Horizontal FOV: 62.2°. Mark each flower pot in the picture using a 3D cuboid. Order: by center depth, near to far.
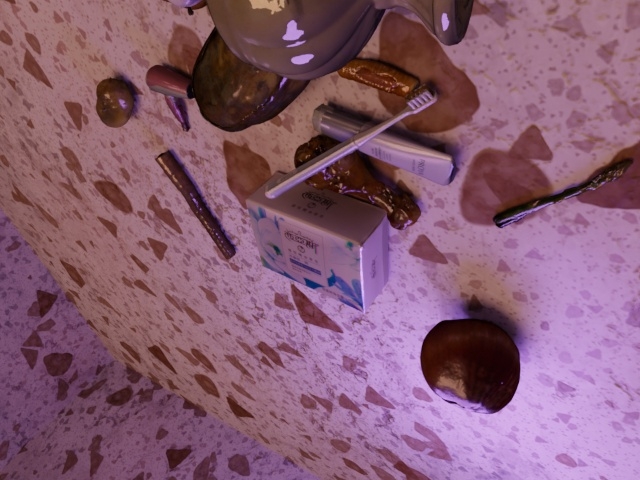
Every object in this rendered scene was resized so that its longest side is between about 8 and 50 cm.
[{"bbox_3d":[0.038,-0.324,0.555,0.244,0.307,0.307,7,136,17],"label":"flower pot"}]

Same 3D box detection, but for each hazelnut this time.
[{"bbox_3d":[0.294,0.241,1.014,0.178,0.178,0.204,-5,141,47],"label":"hazelnut"}]

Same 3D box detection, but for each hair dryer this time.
[{"bbox_3d":[-0.303,-0.294,1.131,0.106,0.054,0.154,26,153,15],"label":"hair dryer"}]

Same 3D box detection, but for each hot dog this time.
[{"bbox_3d":[0.084,-0.250,0.805,0.137,0.028,0.044,28,137,22],"label":"hot dog"}]

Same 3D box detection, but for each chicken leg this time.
[{"bbox_3d":[0.066,-0.104,0.946,0.251,0.087,0.107,33,155,1],"label":"chicken leg"}]

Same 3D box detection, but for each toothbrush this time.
[{"bbox_3d":[0.035,-0.148,0.853,0.342,0.025,0.030,-28,139,32],"label":"toothbrush"}]

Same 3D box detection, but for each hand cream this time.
[{"bbox_3d":[0.103,-0.159,0.867,0.255,0.048,0.079,28,166,20],"label":"hand cream"}]

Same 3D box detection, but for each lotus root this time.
[{"bbox_3d":[-0.104,-0.280,0.847,0.160,0.152,0.275,51,136,-9],"label":"lotus root"}]

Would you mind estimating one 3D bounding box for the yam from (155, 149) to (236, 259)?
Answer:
[{"bbox_3d":[-0.314,-0.086,1.368,0.045,0.045,0.327,-20,119,18],"label":"yam"}]

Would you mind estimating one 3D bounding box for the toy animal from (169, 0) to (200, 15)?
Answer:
[{"bbox_3d":[-0.206,-0.472,0.674,0.182,0.247,0.310,-14,135,32],"label":"toy animal"}]

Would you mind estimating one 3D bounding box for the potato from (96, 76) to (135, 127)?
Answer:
[{"bbox_3d":[-0.483,-0.324,1.242,0.091,0.070,0.138,43,148,-5],"label":"potato"}]

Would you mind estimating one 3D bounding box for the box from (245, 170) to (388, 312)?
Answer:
[{"bbox_3d":[-0.002,0.001,1.090,0.274,0.116,0.203,23,141,26],"label":"box"}]

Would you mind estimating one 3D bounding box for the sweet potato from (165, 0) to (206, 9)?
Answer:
[{"bbox_3d":[-0.265,-0.442,0.904,0.281,0.059,0.067,27,156,22],"label":"sweet potato"}]

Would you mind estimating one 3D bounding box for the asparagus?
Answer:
[{"bbox_3d":[0.341,-0.062,0.769,0.022,0.023,0.233,5,160,-29],"label":"asparagus"}]
